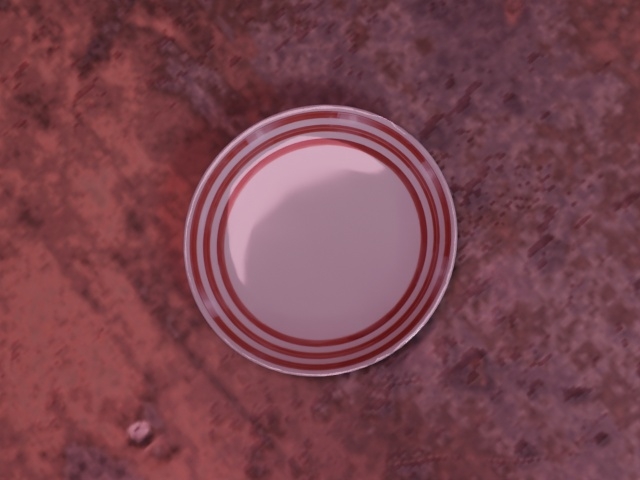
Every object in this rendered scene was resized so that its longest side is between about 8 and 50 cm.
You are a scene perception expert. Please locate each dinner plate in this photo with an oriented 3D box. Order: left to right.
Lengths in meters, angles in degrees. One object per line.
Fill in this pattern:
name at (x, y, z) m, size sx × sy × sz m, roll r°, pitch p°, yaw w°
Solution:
dinner plate at (0.000, 0.000, 0.812) m, size 0.141 × 0.017 × 0.141 m, roll -3°, pitch 77°, yaw 12°
